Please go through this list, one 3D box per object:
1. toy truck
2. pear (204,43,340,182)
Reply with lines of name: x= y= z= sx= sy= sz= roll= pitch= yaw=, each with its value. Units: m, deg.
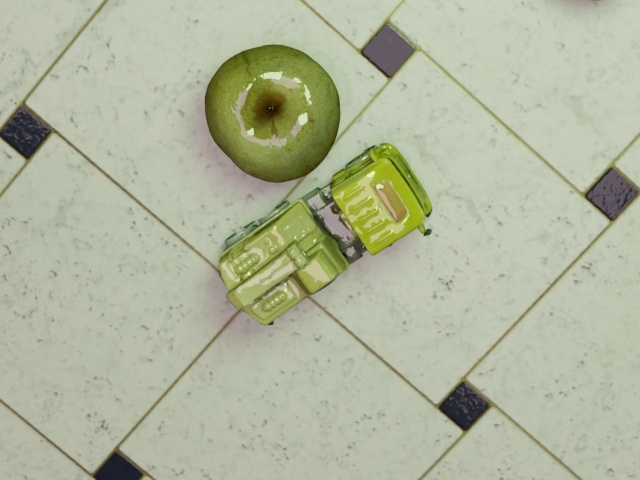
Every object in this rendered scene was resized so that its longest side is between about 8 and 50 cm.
toy truck: x=0.000 y=0.000 z=1.528 sx=0.272 sy=0.157 sz=0.124 roll=-32 pitch=98 yaw=9
pear: x=-0.057 y=-0.154 z=1.511 sx=0.167 sy=0.136 sz=0.167 roll=0 pitch=98 yaw=2
